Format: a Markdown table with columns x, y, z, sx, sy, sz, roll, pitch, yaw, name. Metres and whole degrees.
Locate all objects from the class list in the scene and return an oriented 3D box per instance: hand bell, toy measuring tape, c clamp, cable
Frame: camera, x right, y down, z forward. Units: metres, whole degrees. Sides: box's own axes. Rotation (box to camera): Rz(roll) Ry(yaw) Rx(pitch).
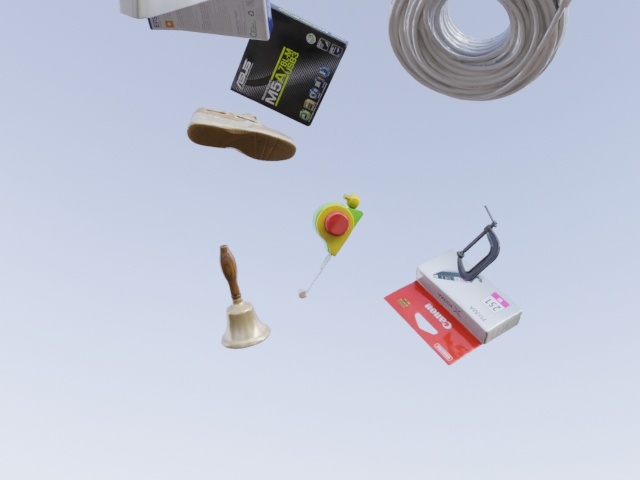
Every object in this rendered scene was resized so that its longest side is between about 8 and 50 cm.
| x | y | z | sx | sy | sz | roll | pitch | yaw | name |
| --- | --- | --- | --- | --- | --- | --- | --- | --- | --- |
| -0.205 | 0.124 | 1.585 | 0.126 | 0.126 | 0.242 | -10 | -72 | 5 | hand bell |
| 0.000 | 0.000 | 1.858 | 0.121 | 0.121 | 0.330 | 35 | -91 | -40 | toy measuring tape |
| 0.382 | 0.017 | 1.606 | 0.022 | 0.137 | 0.160 | 17 | -54 | -31 | c clamp |
| 0.231 | -0.330 | 0.979 | 0.257 | 0.089 | 0.257 | 15 | -39 | 11 | cable |

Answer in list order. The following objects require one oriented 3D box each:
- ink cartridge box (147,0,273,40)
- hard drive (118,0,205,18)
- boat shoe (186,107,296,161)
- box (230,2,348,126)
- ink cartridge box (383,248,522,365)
| x | y | z | sx | sy | sz | roll | pitch | yaw | name |
| --- | --- | --- | --- | --- | --- | --- | --- | --- | --- |
| -0.199 | -0.446 | 1.111 | 0.224 | 0.045 | 0.223 | 7 | -33 | 5 | ink cartridge box |
| -0.146 | -0.460 | 0.769 | 0.047 | 0.233 | 0.353 | 26 | -51 | 21 | hard drive |
| -0.118 | -0.170 | 1.022 | 0.170 | 0.059 | 0.063 | 13 | -38 | -15 | boat shoe |
| -0.065 | -0.354 | 1.336 | 0.184 | 0.045 | 0.190 | 25 | -62 | -8 | box |
| 0.340 | 0.164 | 1.724 | 0.239 | 0.275 | 0.060 | -25 | -41 | -23 | ink cartridge box |
